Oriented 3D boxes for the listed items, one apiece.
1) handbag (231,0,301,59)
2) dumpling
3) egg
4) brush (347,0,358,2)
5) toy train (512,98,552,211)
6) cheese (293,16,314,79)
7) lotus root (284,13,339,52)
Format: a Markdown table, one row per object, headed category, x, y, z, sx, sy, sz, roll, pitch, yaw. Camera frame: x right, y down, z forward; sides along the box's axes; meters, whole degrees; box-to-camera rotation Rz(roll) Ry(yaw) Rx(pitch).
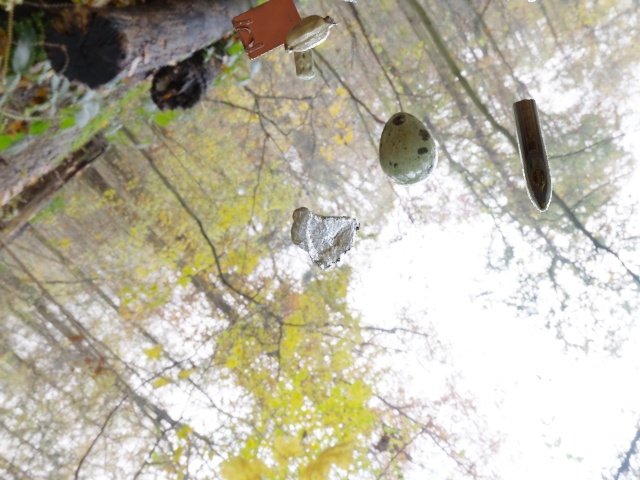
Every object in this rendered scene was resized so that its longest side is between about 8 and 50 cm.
| category | x | y | z | sx | sy | sz | roll | pitch | yaw |
| --- | --- | --- | --- | --- | --- | --- | --- | --- | --- |
| handbag | -0.153 | -0.629 | 1.564 | 0.190 | 0.127 | 0.063 | -28 | -161 | -7 |
| dumpling | -0.002 | -0.004 | 1.503 | 0.086 | 0.332 | 0.165 | 16 | -86 | 35 |
| egg | 0.261 | -0.275 | 1.604 | 0.177 | 0.228 | 0.177 | -11 | -175 | 1 |
| brush | 0.001 | -0.676 | 1.433 | 0.205 | 0.011 | 0.083 | 33 | -147 | 28 |
| toy train | 0.447 | -0.181 | 1.110 | 0.055 | 0.048 | 0.251 | -7 | -114 | 12 |
| cheese | -0.057 | -0.615 | 1.703 | 0.065 | 0.193 | 0.043 | -5 | -178 | -38 |
| lotus root | -0.028 | -0.522 | 1.332 | 0.150 | 0.073 | 0.062 | -24 | -137 | 19 |
